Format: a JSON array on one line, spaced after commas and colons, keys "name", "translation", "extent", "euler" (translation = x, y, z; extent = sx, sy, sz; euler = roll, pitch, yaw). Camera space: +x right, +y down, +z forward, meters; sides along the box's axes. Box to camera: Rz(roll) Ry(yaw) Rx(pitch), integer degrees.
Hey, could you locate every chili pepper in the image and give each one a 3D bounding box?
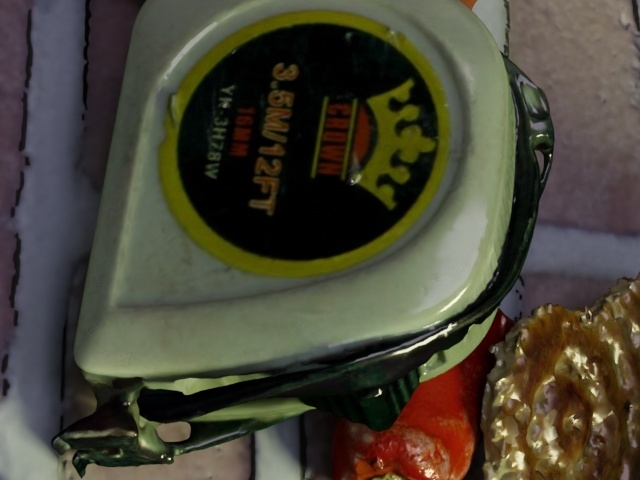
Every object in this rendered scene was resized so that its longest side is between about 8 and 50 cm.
[{"name": "chili pepper", "translation": [0.047, 0.076, 0.812], "extent": [0.070, 0.073, 0.123], "euler": [10, 59, 25]}]

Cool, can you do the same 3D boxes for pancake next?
[{"name": "pancake", "translation": [0.174, 0.141, 0.840], "extent": [0.212, 0.056, 0.258], "euler": [-4, 87, -37]}]

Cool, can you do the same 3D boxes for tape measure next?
[{"name": "tape measure", "translation": [0.000, 0.000, 0.766], "extent": [0.207, 0.115, 0.235], "euler": [4, 69, 8]}]

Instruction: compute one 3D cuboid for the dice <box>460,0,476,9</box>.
[{"name": "dice", "translation": [0.006, -0.196, 0.823], "extent": [0.179, 0.175, 0.174], "euler": [23, 65, -20]}]
